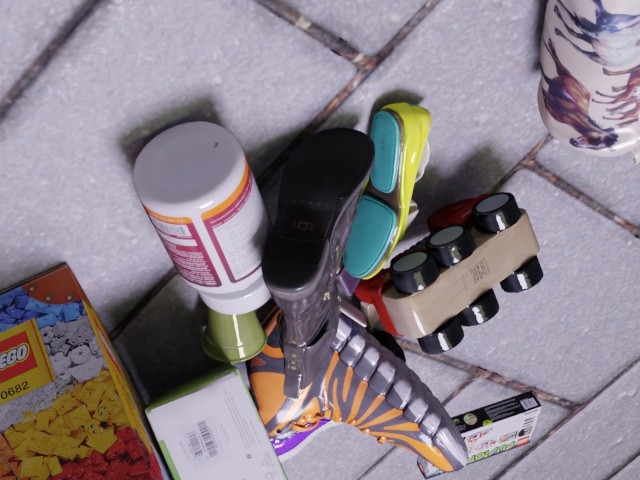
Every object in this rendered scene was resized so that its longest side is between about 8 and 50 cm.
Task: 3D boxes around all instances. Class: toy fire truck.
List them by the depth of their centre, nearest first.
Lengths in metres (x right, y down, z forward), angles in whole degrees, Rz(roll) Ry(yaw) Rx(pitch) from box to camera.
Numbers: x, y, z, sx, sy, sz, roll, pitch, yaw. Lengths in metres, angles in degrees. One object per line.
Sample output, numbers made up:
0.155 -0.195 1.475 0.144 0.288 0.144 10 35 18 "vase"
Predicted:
0.138 0.044 1.566 0.217 0.246 0.158 -35 113 -24 "toy fire truck"

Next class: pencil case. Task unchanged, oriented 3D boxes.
0.324 -0.269 1.288 0.159 0.183 0.410 -22 143 -11 "pencil case"

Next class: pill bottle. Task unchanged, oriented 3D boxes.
-0.117 -0.018 1.334 0.121 0.121 0.221 -26 143 -5 "pill bottle"

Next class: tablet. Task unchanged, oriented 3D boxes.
0.023 0.079 1.553 0.083 0.054 0.006 35 100 -13 "tablet"

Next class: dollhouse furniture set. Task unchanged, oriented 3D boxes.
0.000 0.000 1.524 0.081 0.091 0.114 -4 129 34 "dollhouse furniture set"

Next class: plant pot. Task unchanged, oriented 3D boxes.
-0.111 0.096 1.512 0.083 0.083 0.079 -17 128 -16 "plant pot"

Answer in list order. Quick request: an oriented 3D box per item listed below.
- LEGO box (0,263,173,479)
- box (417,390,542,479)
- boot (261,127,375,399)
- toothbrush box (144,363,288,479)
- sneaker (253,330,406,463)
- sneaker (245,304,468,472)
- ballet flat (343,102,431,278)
-0.257 0.337 1.441 0.193 0.372 0.500 -24 143 -8 "LEGO box"
0.267 0.330 2.048 0.207 0.036 0.114 -15 140 -18 "box"
-0.004 0.025 1.403 0.091 0.263 0.229 16 149 15 "boot"
-0.119 0.268 1.488 0.122 0.206 0.283 -24 179 -7 "toothbrush box"
-0.014 0.202 1.682 0.293 0.102 0.146 -22 136 -16 "sneaker"
0.034 0.220 1.588 0.180 0.321 0.124 -46 -179 8 "sneaker"
0.088 -0.058 1.444 0.077 0.077 0.231 -16 129 -40 "ballet flat"
